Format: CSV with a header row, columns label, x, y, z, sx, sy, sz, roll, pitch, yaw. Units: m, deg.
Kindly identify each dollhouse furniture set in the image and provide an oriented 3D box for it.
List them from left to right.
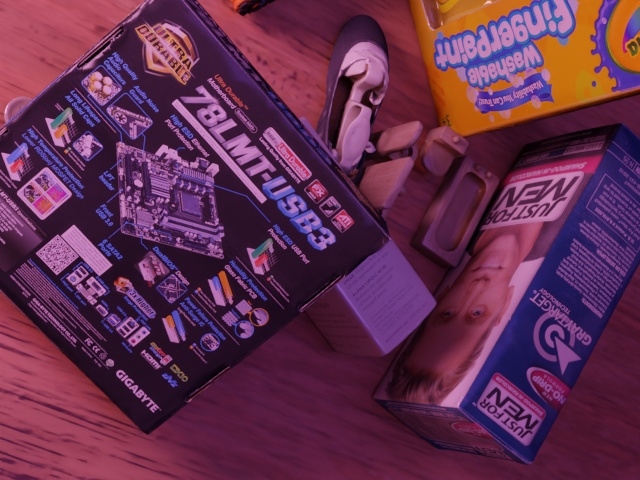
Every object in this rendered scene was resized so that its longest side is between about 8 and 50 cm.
label,x,y,z,sx,sy,sz,roll,pitch,yaw
dollhouse furniture set,0.122,-0.050,1.234,0.151,0.123,0.144,35,73,-20

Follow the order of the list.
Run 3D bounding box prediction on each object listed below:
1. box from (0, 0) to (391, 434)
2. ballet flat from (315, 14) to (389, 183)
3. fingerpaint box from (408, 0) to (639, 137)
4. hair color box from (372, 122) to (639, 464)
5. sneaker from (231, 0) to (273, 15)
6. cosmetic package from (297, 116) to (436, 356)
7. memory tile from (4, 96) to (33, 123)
label,x,y,z,sx,sy,sz,roll,pitch,yaw
box,-0.141,-0.024,1.060,0.293,0.073,0.295,-40,104,8
ballet flat,0.038,-0.141,1.230,0.074,0.074,0.203,22,77,-23
fingerpaint box,0.241,-0.312,1.133,0.163,0.445,0.371,-16,94,-25
hair color box,0.214,0.051,1.244,0.105,0.174,0.347,39,71,-18
sneaker,-0.014,-0.315,1.214,0.221,0.083,0.087,-35,96,-26
cosmetic package,0.000,0.000,1.176,0.085,0.117,0.231,-43,103,-22
memory tile,-0.223,-0.076,1.130,0.113,0.012,0.148,-24,96,-26
